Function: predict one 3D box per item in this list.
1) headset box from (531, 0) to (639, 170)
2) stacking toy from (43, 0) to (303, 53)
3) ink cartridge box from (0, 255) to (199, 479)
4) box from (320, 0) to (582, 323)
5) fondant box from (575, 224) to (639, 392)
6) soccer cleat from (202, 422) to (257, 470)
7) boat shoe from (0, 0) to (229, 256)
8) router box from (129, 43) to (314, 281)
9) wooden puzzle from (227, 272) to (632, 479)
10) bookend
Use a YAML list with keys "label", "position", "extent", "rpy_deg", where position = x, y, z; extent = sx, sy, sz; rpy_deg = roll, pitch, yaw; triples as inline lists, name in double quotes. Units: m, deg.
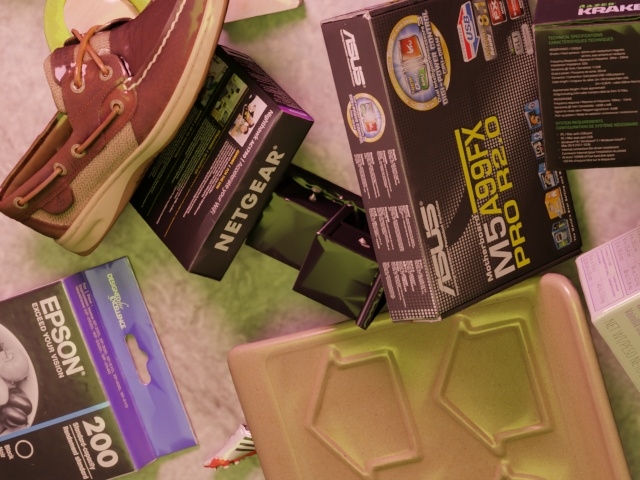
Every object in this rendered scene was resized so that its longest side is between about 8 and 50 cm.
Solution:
- label: "headset box"
  position: [0.312, -0.178, 1.617]
  extent: [0.246, 0.283, 0.131]
  rpy_deg: [-2, 116, 13]
- label: "stacking toy"
  position: [-0.182, -0.286, 1.765]
  extent: [0.309, 0.130, 0.279]
  rpy_deg: [-21, 96, 15]
- label: "ink cartridge box"
  position: [-0.251, 0.143, 1.911]
  extent: [0.208, 0.045, 0.206]
  rpy_deg: [-19, 96, 13]
- label: "box"
  position: [0.120, -0.086, 1.701]
  extent: [0.060, 0.216, 0.270]
  rpy_deg: [-6, 101, 44]
- label: "fondant box"
  position: [0.423, 0.048, 1.682]
  extent: [0.330, 0.096, 0.238]
  rpy_deg: [-29, 121, 15]
- label: "soccer cleat"
  position: [-0.079, 0.198, 1.897]
  extent: [0.083, 0.029, 0.035]
  rpy_deg: [-22, 87, 12]
- label: "boat shoe"
  position: [-0.194, -0.135, 1.765]
  extent: [0.123, 0.123, 0.342]
  rpy_deg: [24, 125, -19]
- label: "router box"
  position: [-0.095, -0.072, 1.796]
  extent: [0.179, 0.046, 0.133]
  rpy_deg: [-59, 43, 16]
- label: "wooden puzzle"
  position: [0.116, 0.207, 1.826]
  extent: [0.348, 0.080, 0.322]
  rpy_deg: [-13, 104, 19]
- label: "bookend"
  position: [0.000, 0.000, 1.773]
  extent: [0.157, 0.156, 0.072]
  rpy_deg: [26, 106, 6]
